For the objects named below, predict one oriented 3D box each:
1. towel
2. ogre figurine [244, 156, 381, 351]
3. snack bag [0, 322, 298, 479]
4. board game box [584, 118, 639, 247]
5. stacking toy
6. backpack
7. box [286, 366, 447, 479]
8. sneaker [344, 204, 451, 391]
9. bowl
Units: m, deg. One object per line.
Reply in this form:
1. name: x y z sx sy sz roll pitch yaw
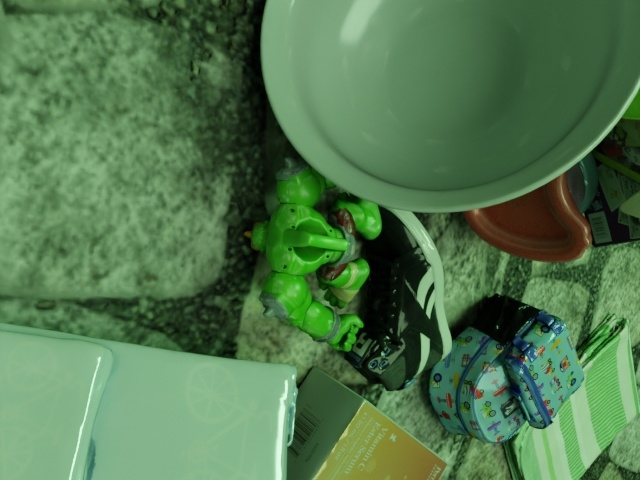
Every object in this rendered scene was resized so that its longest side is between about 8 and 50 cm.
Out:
1. towel: 0.437 0.308 0.886 0.325 0.038 0.248 -35 118 -24
2. ogre figurine: 0.000 0.000 0.488 0.118 0.097 0.197 10 105 -47
3. snack bag: -0.163 0.213 0.324 0.342 0.037 0.323 16 57 -26
4. board game box: 0.324 -0.174 0.539 0.056 0.208 0.347 -13 87 -11
5. stacking toy: 0.273 -0.139 0.545 0.130 0.279 0.309 -31 115 -38
6. backpack: 0.229 0.178 0.669 0.173 0.117 0.158 -36 117 -20
7. box: 0.032 0.240 0.560 0.170 0.091 0.130 43 75 -32
8. sneaker: 0.070 0.074 0.558 0.121 0.079 0.217 -35 118 -26
9. bowl: 0.109 -0.164 0.453 0.134 0.297 0.298 11 94 -69
